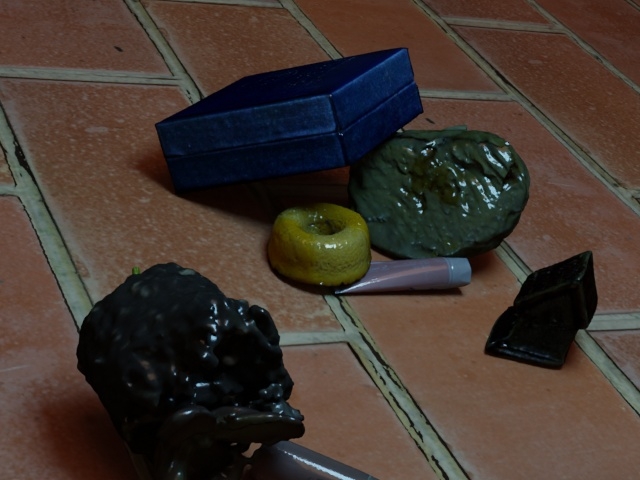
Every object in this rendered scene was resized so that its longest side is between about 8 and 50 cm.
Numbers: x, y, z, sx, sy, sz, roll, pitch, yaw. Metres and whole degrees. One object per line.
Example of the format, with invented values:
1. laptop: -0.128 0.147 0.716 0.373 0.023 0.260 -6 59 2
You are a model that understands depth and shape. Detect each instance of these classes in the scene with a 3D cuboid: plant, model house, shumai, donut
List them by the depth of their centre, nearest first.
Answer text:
1. plant: -0.127 0.139 1.273 0.204 0.178 0.234 -40 42 -5
2. model house: 0.301 0.071 1.663 0.106 0.152 0.165 27 32 4
3. donut: 0.000 0.000 1.696 0.152 0.058 0.152 4 27 -2
4. shumai: 0.177 -0.069 1.844 0.256 0.189 0.218 7 9 17

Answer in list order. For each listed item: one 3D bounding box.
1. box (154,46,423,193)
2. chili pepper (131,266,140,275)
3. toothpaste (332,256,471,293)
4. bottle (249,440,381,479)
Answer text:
1. box: -0.038 -0.170 1.793 0.279 0.116 0.261 -6 17 29
2. chili pepper: -0.203 0.061 1.548 0.083 0.017 0.030 35 33 23
3. toothpaste: 0.103 0.047 1.712 0.195 0.043 0.067 -2 33 -17
4. bottle: 0.001 0.245 1.311 0.140 0.053 0.053 21 30 7
